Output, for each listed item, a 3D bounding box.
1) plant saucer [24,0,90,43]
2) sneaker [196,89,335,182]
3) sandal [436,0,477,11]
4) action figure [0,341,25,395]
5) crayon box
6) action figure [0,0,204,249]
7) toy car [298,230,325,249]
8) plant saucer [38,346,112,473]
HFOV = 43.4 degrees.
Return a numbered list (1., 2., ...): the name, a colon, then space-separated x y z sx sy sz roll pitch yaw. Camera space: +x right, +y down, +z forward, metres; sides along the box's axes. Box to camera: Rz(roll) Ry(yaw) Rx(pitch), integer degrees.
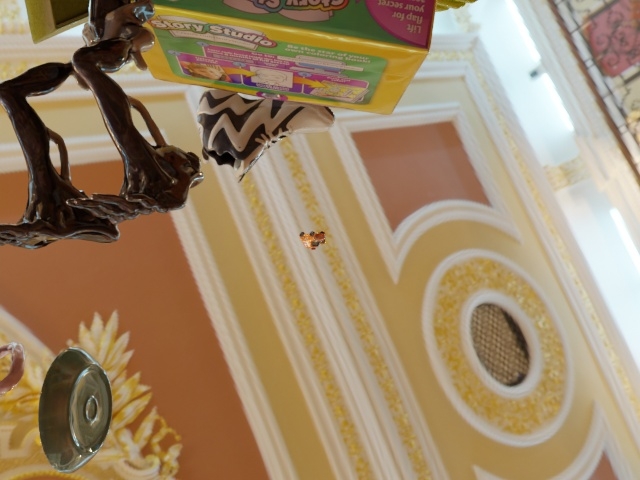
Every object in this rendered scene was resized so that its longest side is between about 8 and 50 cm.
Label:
1. plant saucer: -0.541 -0.529 1.698 0.045 0.188 0.188 15 -144 22
2. sneaker: -0.095 -0.166 1.361 0.235 0.094 0.153 6 -106 -10
3. sandal: 0.229 -0.439 1.116 0.126 0.317 0.138 8 -120 -49
4. action figure: -0.606 0.239 1.110 0.275 0.248 0.370 25 -82 -22
5. crayon box: -0.057 -0.272 1.046 0.362 0.313 0.106 9 -96 -2
6. action figure: -0.141 -0.142 0.438 0.141 0.164 0.276 8 -108 -64
7. toy car: 0.000 0.000 1.756 0.122 0.060 0.041 0 -92 -63
8. plant saucer: -0.228 0.162 0.772 0.119 0.021 0.119 -3 -90 -77
